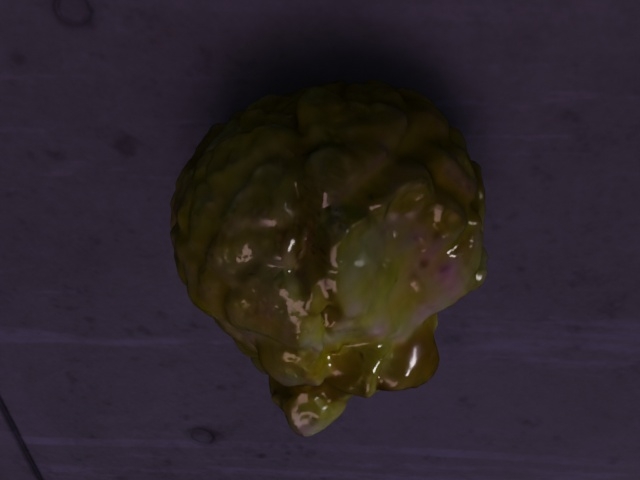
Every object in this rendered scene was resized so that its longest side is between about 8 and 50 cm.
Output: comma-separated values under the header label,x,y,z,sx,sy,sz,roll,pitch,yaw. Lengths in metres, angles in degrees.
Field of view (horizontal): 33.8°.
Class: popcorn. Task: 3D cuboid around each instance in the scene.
label,x,y,z,sx,sy,sz,roll,pitch,yaw
popcorn,0.000,0.000,0.789,0.259,0.212,0.259,-16,123,-26
